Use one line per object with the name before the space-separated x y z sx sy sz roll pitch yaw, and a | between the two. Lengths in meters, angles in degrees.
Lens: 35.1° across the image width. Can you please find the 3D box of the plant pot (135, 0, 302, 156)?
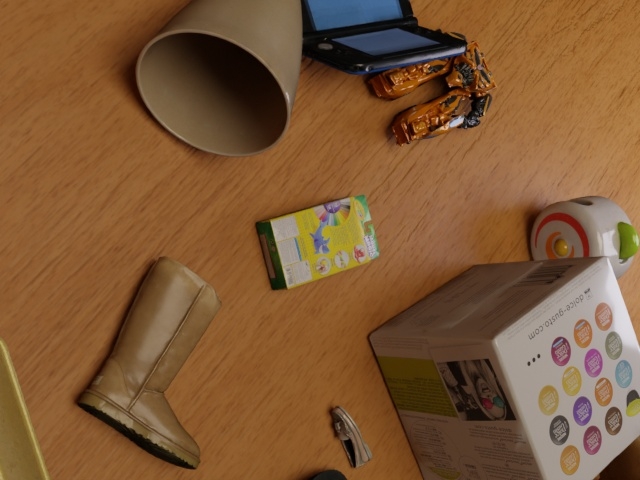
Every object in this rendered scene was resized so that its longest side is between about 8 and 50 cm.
plant pot | -0.133 -0.322 1.666 0.256 0.256 0.274 42 46 -25

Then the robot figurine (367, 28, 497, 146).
robot figurine | 0.237 -0.303 1.996 0.291 0.085 0.211 -30 98 -34

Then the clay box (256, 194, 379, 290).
clay box | 0.000 0.000 1.820 0.222 0.053 0.127 -17 95 -37

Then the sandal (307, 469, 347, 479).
sandal | 0.017 0.512 1.617 0.167 0.107 0.446 59 21 -9

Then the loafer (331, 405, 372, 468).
loafer | 0.051 0.358 1.829 0.039 0.045 0.125 -38 110 -25

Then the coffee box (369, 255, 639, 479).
coffee box | 0.360 0.251 1.876 0.337 0.338 0.334 -29 103 -34

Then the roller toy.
roller toy | 0.544 0.008 2.124 0.146 0.209 0.191 -10 52 -36

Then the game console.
game console | 0.097 -0.433 1.864 0.293 0.250 0.173 -18 122 -34

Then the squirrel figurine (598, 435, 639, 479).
squirrel figurine | 0.646 0.539 2.035 0.281 0.370 0.397 13 44 -6

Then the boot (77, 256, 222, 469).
boot | -0.229 0.198 1.618 0.236 0.089 0.269 41 63 -26

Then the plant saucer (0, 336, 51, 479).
plant saucer | -0.552 0.334 1.378 0.332 0.081 0.333 -20 97 -36
